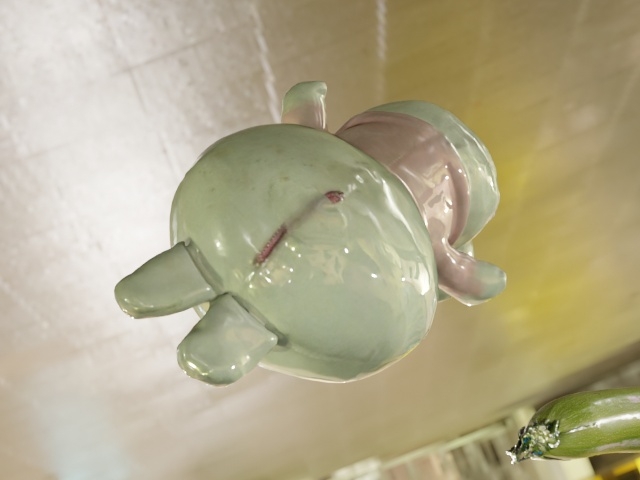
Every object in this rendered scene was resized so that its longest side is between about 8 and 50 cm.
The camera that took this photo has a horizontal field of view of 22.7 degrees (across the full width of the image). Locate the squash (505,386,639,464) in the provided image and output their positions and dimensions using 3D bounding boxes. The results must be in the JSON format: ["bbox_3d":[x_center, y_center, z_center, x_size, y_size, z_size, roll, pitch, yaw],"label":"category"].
[{"bbox_3d":[0.198,0.132,1.134,0.183,0.052,0.052,-3,157,-42],"label":"squash"}]

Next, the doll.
[{"bbox_3d":[0.009,-0.009,0.789,0.113,0.155,0.275,-49,168,25],"label":"doll"}]
